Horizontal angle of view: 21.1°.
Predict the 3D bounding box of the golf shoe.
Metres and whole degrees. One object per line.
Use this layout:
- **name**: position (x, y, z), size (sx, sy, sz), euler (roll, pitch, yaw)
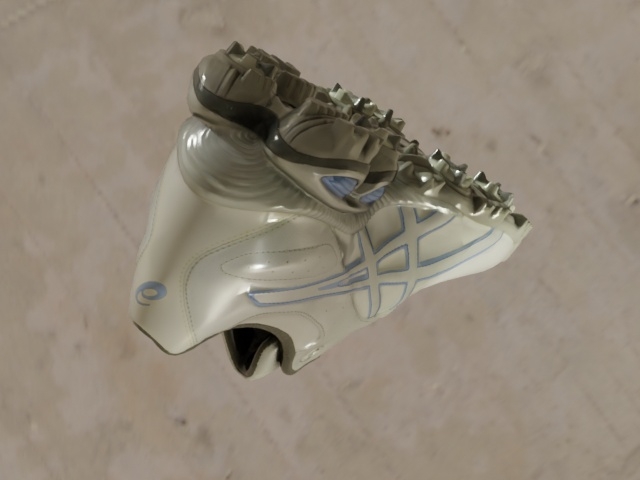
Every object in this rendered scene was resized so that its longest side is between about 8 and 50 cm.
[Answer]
- **golf shoe**: position (0.000, 0.000, 0.502), size (0.069, 0.176, 0.086), euler (35, -80, 28)
